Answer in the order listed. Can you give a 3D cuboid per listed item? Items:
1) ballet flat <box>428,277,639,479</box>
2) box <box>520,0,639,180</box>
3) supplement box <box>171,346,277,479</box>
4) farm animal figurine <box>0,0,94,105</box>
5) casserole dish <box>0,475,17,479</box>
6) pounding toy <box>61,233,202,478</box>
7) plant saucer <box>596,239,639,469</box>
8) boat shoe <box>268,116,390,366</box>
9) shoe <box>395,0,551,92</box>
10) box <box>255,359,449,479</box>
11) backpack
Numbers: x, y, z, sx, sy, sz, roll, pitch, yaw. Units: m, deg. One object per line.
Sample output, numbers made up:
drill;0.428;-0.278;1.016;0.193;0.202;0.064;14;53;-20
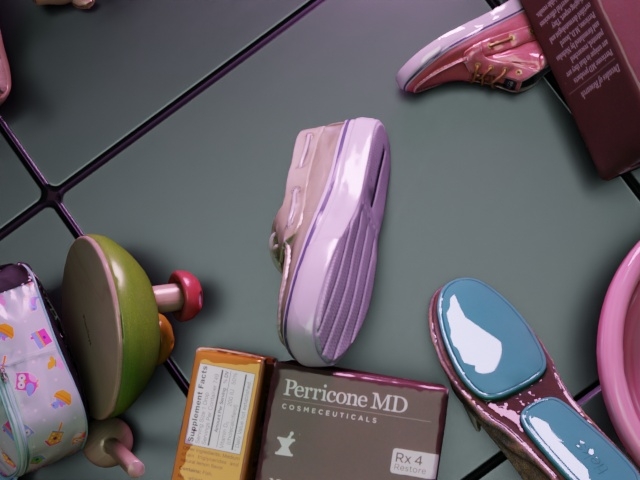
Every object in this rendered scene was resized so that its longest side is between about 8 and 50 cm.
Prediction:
ballet flat;0.193;0.173;1.219;0.107;0.106;0.316;-17;48;-16
box;0.299;-0.274;1.227;0.191;0.143;0.382;-22;85;-17
supplement box;-0.104;0.226;1.269;0.080;0.078;0.234;12;86;8
farm animal figurine;-0.355;-0.271;1.296;0.330;0.172;0.327;9;98;-3
casserole dish;-0.391;0.215;1.312;0.188;0.037;0.114;39;89;6
pounding toy;-0.178;0.108;1.257;0.110;0.183;0.237;-5;87;-27
plant saucer;0.420;0.121;1.204;0.332;0.084;0.332;2;74;-5
boat shoe;0.000;0.000;1.223;0.094;0.109;0.302;-3;44;20
shoe;0.170;-0.181;1.287;0.178;0.063;0.081;-30;79;-4
box;0.027;0.228;1.212;0.168;0.167;0.203;8;86;5
backpack;-0.310;0.139;1.231;0.144;0.166;0.188;-27;81;-31
